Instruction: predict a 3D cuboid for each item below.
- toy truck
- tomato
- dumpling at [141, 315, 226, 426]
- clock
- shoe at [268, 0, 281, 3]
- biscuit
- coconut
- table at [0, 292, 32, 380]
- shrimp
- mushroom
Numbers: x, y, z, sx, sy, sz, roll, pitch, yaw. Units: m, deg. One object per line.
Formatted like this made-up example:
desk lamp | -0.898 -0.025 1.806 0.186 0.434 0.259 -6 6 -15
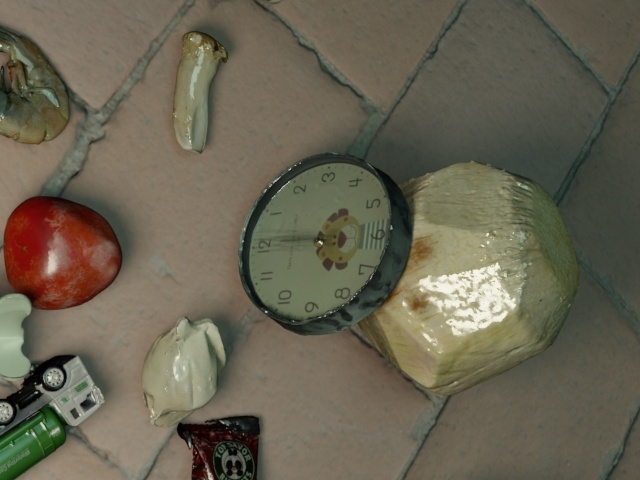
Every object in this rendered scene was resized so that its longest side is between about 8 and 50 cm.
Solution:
toy truck | -0.441 0.272 1.600 0.242 0.101 0.125 -36 104 -31
tomato | -0.391 0.014 1.655 0.187 0.151 0.187 9 72 -28
dumpling | -0.213 0.207 1.738 0.136 0.118 0.199 -2 119 -36
clock | 0.002 0.001 1.782 0.061 0.313 0.312 35 63 -51
shoe | -0.127 -0.528 1.916 0.125 0.099 0.227 -12 82 -37
biscuit | -0.161 0.401 1.756 0.151 0.063 0.235 11 70 -44
coconut | 0.225 0.070 1.861 0.415 0.415 0.344 -46 112 -27
table | -0.514 0.138 1.541 0.198 0.166 0.166 1 80 -21
shrimp | -0.519 -0.260 1.681 0.289 0.075 0.178 18 65 -24
mushroom | -0.211 -0.250 1.846 0.084 0.071 0.209 24 71 -54
